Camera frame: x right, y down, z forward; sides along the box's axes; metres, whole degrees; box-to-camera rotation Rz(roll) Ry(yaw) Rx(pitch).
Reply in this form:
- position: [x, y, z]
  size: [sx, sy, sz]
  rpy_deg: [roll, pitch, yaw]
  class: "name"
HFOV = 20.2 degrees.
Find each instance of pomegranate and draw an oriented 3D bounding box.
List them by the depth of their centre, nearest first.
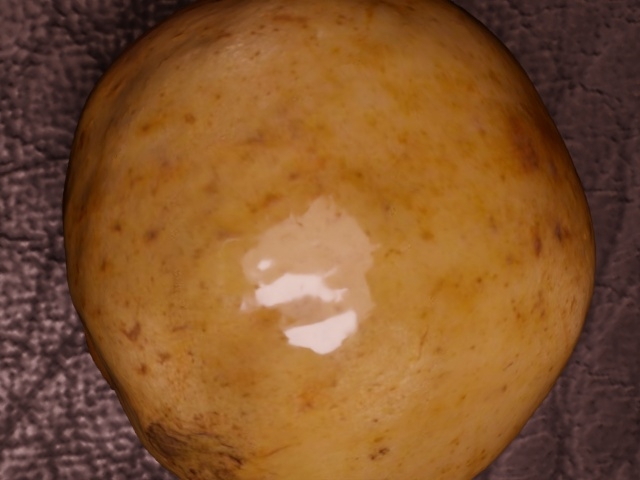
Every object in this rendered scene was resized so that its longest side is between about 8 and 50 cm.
- position: [0.000, 0.000, 0.834]
  size: [0.260, 0.260, 0.260]
  rpy_deg: [-1, 94, -9]
  class: "pomegranate"
